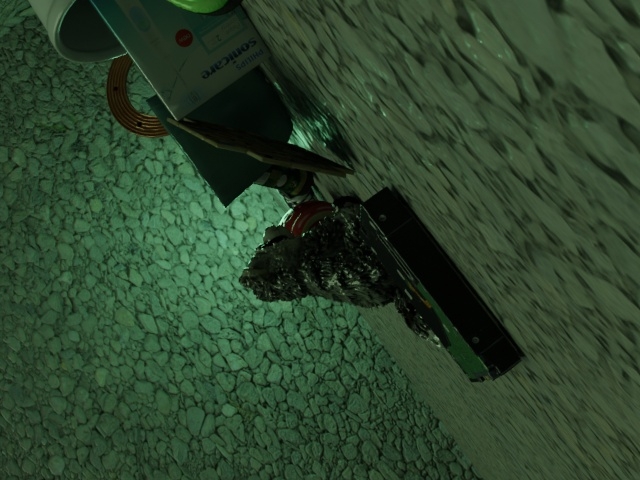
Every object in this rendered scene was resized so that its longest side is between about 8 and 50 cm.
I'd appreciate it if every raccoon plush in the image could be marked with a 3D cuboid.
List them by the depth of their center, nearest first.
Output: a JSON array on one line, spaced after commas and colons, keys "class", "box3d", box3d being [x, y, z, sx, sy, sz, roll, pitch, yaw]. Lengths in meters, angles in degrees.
[{"class": "raccoon plush", "box3d": [0.032, 0.106, 1.554, 0.446, 0.299, 0.216, 50, 173, 41]}]

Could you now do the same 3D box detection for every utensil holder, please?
[{"class": "utensil holder", "box3d": [-0.534, -0.646, 1.694, 0.385, 0.328, 0.327, 55, 176, 10]}]

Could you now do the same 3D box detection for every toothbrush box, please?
[{"class": "toothbrush box", "box3d": [-0.264, -0.401, 1.383, 0.295, 0.216, 0.126, 57, 175, -24]}]

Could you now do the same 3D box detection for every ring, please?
[{"class": "ring", "box3d": [-0.416, -0.429, 2.022, 0.336, 0.336, 0.032, 52, -173, 23]}]

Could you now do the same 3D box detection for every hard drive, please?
[{"class": "hard drive", "box3d": [0.188, 0.081, 1.273, 0.339, 0.064, 0.237, 54, 176, 11]}]

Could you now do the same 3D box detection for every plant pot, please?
[{"class": "plant pot", "box3d": [-0.205, -0.257, 1.700, 0.293, 0.235, 0.293, 52, 174, 7]}, {"class": "plant pot", "box3d": [0.000, 0.000, 1.820, 0.191, 0.191, 0.174, 55, 172, -10]}]

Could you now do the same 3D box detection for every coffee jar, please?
[{"class": "coffee jar", "box3d": [-0.107, -0.170, 1.888, 0.184, 0.079, 0.096, 13, -152, -40]}]

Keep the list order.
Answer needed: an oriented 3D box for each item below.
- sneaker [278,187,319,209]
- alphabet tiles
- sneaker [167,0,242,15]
[{"class": "sneaker", "box3d": [-0.035, -0.093, 2.047, 0.282, 0.099, 0.153, 56, 178, 20]}, {"class": "alphabet tiles", "box3d": [-0.112, -0.174, 1.411, 0.285, 0.011, 0.342, 7, -165, -35]}, {"class": "sneaker", "box3d": [-0.180, -0.410, 1.000, 0.202, 0.185, 0.483, 34, -166, -43]}]
